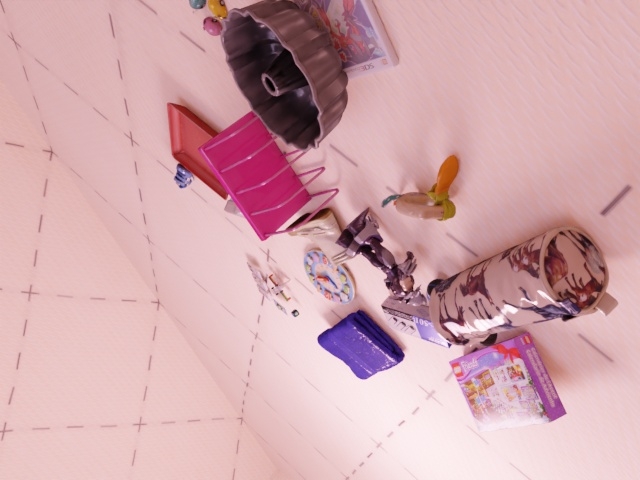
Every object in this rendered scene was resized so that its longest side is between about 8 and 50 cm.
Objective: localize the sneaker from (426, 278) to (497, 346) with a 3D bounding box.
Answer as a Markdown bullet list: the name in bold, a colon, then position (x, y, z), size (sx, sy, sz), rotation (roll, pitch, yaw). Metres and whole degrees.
- **sneaker**: position (0.349, 0.178, 1.474), size (0.211, 0.080, 0.081), rotation (45, 167, 12)

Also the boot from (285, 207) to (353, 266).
- **boot**: position (0.000, 0.000, 1.701), size (0.213, 0.077, 0.165), rotation (-13, 118, 54)

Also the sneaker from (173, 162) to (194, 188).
- **sneaker**: position (-0.472, -0.217, 2.042), size (0.053, 0.059, 0.144), rotation (43, 168, 10)

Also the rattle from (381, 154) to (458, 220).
- **rattle**: position (0.207, -0.121, 1.290), size (0.200, 0.130, 0.143), rotation (-132, 25, -64)

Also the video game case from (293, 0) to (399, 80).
- **video game case**: position (0.046, -0.419, 1.180), size (0.183, 0.023, 0.201), rotation (2, 128, 52)

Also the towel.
- **towel**: position (0.131, 0.343, 1.959), size (0.227, 0.076, 0.308), rotation (40, 150, -1)

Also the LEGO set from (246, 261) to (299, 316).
- **LEGO set**: position (-0.162, 0.180, 2.184), size (0.244, 0.060, 0.183), rotation (34, 153, 39)

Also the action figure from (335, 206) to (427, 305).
- **action figure**: position (0.173, 0.060, 1.515), size (0.285, 0.099, 0.185), rotation (47, 154, 4)

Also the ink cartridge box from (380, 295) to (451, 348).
- **ink cartridge box**: position (0.269, 0.223, 1.646), size (0.207, 0.046, 0.097), rotation (13, 138, 45)

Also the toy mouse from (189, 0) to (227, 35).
- **toy mouse**: position (-0.280, -0.550, 1.441), size (0.143, 0.031, 0.161), rotation (19, 141, 40)

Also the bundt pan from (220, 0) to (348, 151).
- **bundt pan**: position (-0.063, -0.359, 1.264), size (0.331, 0.124, 0.331), rotation (42, 158, 22)

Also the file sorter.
- **file sorter**: position (-0.119, -0.181, 1.513), size (0.182, 0.202, 0.291), rotation (-11, 118, 53)

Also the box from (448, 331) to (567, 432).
- **box**: position (0.454, 0.361, 1.485), size (0.201, 0.057, 0.293), rotation (68, 154, 13)

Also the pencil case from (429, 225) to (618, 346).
- **pencil case**: position (0.393, 0.117, 1.238), size (0.184, 0.159, 0.410), rotation (61, 151, 5)

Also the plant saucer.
- **plant saucer**: position (-0.370, -0.284, 1.870), size (0.259, 0.047, 0.258), rotation (38, 150, 14)

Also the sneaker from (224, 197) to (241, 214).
- **sneaker**: position (-0.194, -0.134, 1.771), size (0.135, 0.150, 0.366), rotation (20, 177, -18)

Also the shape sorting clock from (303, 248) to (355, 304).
- **shape sorting clock**: position (0.024, 0.116, 1.845), size (0.206, 0.040, 0.206), rotation (33, 148, 24)
